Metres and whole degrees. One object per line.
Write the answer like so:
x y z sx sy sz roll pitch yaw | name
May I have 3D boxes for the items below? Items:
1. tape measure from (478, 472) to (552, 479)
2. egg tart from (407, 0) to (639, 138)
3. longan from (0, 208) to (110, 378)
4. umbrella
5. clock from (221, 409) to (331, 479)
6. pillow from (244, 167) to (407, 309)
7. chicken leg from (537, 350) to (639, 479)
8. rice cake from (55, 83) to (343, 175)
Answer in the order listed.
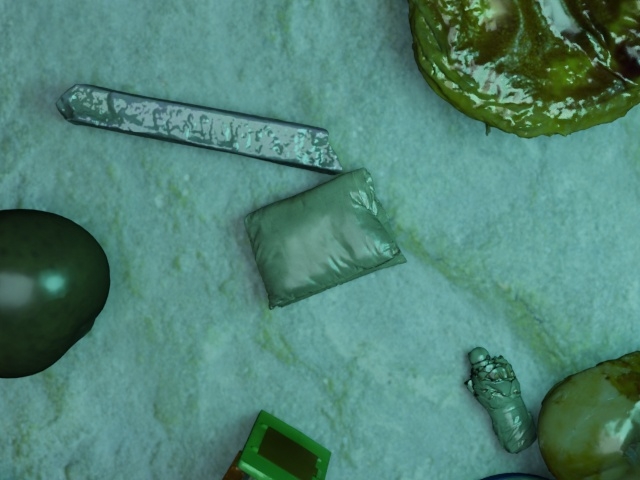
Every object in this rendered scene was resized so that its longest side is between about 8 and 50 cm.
0.249 0.427 1.820 0.262 0.138 0.259 -35 93 0 | tape measure
0.257 -0.288 1.786 0.351 0.153 0.339 18 92 -2 | egg tart
-0.366 0.058 1.772 0.220 0.196 0.196 -38 92 6 | longan
0.228 0.200 1.854 0.067 0.062 0.143 -27 93 31 | umbrella
-0.104 0.362 1.779 0.106 0.220 0.255 32 99 -1 | clock
0.000 0.000 1.832 0.181 0.078 0.134 -22 89 3 | pillow
0.468 0.219 1.824 0.409 0.182 0.295 -36 105 -16 | chicken leg
-0.148 -0.141 1.826 0.365 0.072 0.056 10 89 -1 | rice cake
